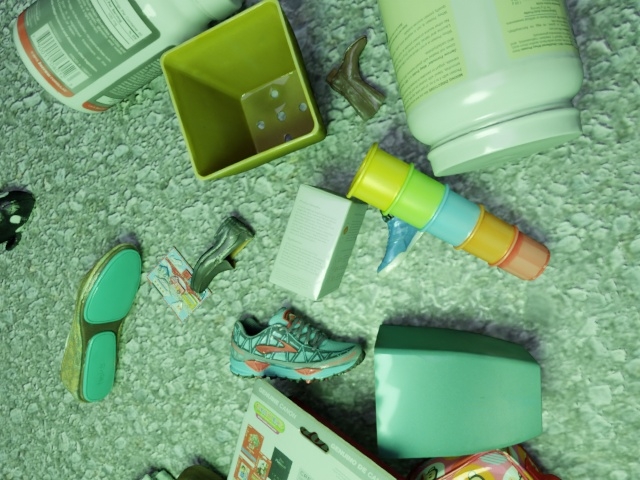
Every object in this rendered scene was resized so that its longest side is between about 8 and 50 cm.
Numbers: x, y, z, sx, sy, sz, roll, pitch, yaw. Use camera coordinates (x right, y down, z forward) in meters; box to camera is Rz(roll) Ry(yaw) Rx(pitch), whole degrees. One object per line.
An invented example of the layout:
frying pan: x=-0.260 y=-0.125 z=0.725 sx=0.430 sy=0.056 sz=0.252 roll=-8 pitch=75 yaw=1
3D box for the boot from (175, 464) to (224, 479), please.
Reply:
boot: x=-0.151 y=0.540 z=0.899 sx=0.305 sy=0.115 sz=0.112 roll=39 pitch=99 yaw=-7

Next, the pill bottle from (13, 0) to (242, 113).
pill bottle: x=-0.337 y=-0.402 z=0.842 sx=0.363 sy=0.210 sz=0.210 roll=-24 pitch=85 yaw=17

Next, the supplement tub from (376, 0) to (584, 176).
supplement tub: x=0.219 y=-0.273 z=0.658 sx=0.236 sy=0.235 sz=0.324 roll=-14 pitch=89 yaw=18

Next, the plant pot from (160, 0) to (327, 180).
plant pot: x=-0.101 y=-0.228 z=0.788 sx=0.212 sy=0.187 sz=0.212 roll=-19 pitch=88 yaw=18

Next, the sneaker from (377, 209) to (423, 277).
sneaker: x=0.124 y=-0.016 z=0.793 sx=0.085 sy=0.058 sz=0.152 roll=38 pitch=99 yaw=6

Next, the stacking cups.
stacking cups: x=0.202 y=-0.041 z=0.716 sx=0.317 sy=0.096 sz=0.095 roll=25 pitch=101 yaw=-2

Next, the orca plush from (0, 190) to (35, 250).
orca plush: x=-0.790 y=-0.042 z=1.061 sx=0.288 sy=0.102 sz=0.151 roll=-7 pitch=91 yaw=18

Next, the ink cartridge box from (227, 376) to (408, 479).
ink cartridge box: x=0.003 y=0.398 z=0.759 sx=0.310 sy=0.130 sz=0.271 roll=23 pitch=103 yaw=39

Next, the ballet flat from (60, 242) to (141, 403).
ballet flat: x=-0.467 y=0.161 z=0.970 sx=0.123 sy=0.123 sz=0.348 roll=16 pitch=98 yaw=16

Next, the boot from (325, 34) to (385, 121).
boot: x=0.079 y=-0.276 z=0.806 sx=0.114 sy=0.037 sz=0.106 roll=48 pitch=118 yaw=13

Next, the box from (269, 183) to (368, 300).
box: x=0.000 y=0.000 z=0.798 sx=0.091 sy=0.130 sz=0.170 roll=21 pitch=98 yaw=16

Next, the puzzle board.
puzzle board: x=-0.292 y=0.091 z=0.958 sx=0.096 sy=0.011 sz=0.128 roll=-44 pitch=79 yaw=15

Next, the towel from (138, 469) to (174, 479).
towel: x=-0.341 y=0.705 z=0.966 sx=0.320 sy=0.090 sz=0.374 roll=-43 pitch=80 yaw=16

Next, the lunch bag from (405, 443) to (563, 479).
lunch bag: x=0.296 y=0.456 z=0.733 sx=0.258 sy=0.120 sz=0.293 roll=-38 pitch=81 yaw=15

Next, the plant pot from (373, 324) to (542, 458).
plant pot: x=0.209 y=0.229 z=0.734 sx=0.235 sy=0.166 sz=0.165 roll=-2 pitch=92 yaw=10

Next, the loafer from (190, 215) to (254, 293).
loafer: x=-0.191 y=0.038 z=0.898 sx=0.061 sy=0.062 sz=0.170 roll=35 pitch=104 yaw=8

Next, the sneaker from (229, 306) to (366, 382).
sneaker: x=-0.051 y=0.183 z=0.839 sx=0.262 sy=0.104 sz=0.125 roll=-4 pitch=90 yaw=18
